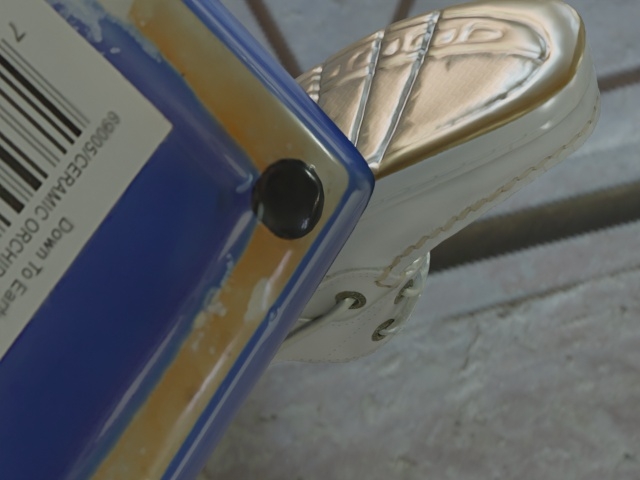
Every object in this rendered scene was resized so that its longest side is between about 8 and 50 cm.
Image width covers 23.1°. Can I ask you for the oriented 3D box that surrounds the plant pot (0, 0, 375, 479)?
[{"bbox_3d":[-0.139,0.000,0.392,0.236,0.212,0.236,45,65,-25],"label":"plant pot"}]

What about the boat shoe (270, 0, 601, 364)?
[{"bbox_3d":[0.000,0.000,0.602,0.096,0.277,0.098,48,38,-24],"label":"boat shoe"}]
